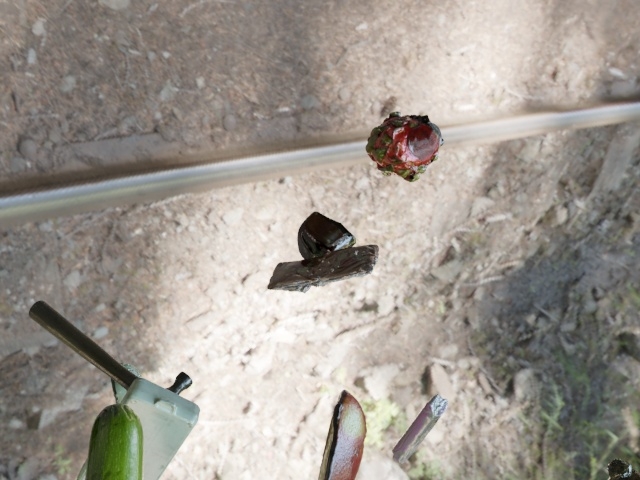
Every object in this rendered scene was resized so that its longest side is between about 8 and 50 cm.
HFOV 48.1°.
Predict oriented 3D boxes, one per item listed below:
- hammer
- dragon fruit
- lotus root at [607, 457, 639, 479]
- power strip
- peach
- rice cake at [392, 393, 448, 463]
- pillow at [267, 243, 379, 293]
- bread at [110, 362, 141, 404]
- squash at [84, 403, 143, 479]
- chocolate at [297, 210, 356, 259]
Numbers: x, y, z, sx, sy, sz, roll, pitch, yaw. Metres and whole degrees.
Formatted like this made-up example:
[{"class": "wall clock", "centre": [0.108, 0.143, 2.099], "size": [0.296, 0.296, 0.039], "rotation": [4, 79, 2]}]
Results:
[{"class": "hammer", "centre": [-0.484, 0.252, 1.562], "size": [0.168, 0.440, 0.044], "rotation": [-44, 149, -28]}, {"class": "dragon fruit", "centre": [0.190, -0.216, 1.657], "size": [0.167, 0.172, 0.160], "rotation": [2, 95, -26]}, {"class": "lotus root", "centre": [0.681, 0.569, 1.543], "size": [0.120, 0.209, 0.120], "rotation": [-21, 170, -4]}, {"class": "power strip", "centre": [-0.297, 0.336, 1.156], "size": [0.118, 0.046, 0.270], "rotation": [27, 116, -14]}, {"class": "peach", "centre": [0.029, 0.386, 1.192], "size": [0.189, 0.068, 0.279], "rotation": [-64, 167, -67]}, {"class": "rice cake", "centre": [0.235, 0.455, 1.720], "size": [0.055, 0.049, 0.270], "rotation": [-62, 176, -46]}, {"class": "pillow", "centre": [0.008, 0.067, 1.603], "size": [0.248, 0.135, 0.049], "rotation": [-13, 109, 15]}, {"class": "bread", "centre": [-0.434, 0.393, 1.699], "size": [0.064, 0.172, 0.232], "rotation": [-13, 97, -3]}, {"class": "squash", "centre": [-0.238, 0.300, 0.822], "size": [0.069, 0.238, 0.069], "rotation": [-4, 142, -3]}, {"class": "chocolate", "centre": [0.000, 0.000, 1.717], "size": [0.080, 0.149, 0.125], "rotation": [-46, 118, -34]}]
